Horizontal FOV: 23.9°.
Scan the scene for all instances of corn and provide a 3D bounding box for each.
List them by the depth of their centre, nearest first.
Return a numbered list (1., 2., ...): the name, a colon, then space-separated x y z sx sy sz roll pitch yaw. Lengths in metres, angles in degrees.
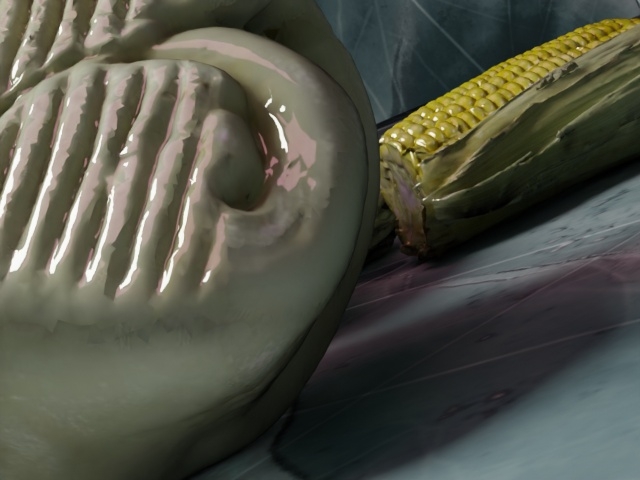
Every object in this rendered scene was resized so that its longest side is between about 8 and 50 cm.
1. corn: 0.169 -0.080 1.163 0.305 0.122 0.123 -28 36 -27

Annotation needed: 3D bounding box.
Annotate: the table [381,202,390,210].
1. table: -0.106 -0.097 1.444 0.251 0.282 0.196 -20 6 15

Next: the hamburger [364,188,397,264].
1. hamburger: 0.000 0.000 1.266 0.140 0.062 0.133 -15 13 36

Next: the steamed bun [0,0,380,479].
1. steamed bun: -0.152 -0.002 0.799 0.368 0.255 0.342 -1 48 4
